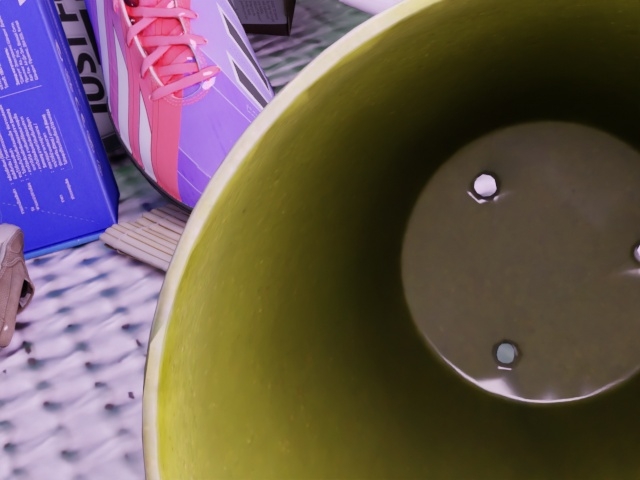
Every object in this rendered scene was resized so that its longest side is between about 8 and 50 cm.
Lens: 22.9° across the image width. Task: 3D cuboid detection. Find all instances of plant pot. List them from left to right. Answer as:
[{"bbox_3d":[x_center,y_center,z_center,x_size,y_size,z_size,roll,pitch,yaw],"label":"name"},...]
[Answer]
[{"bbox_3d":[0.096,0.035,0.583,0.275,0.275,0.293,-13,7,6],"label":"plant pot"}]

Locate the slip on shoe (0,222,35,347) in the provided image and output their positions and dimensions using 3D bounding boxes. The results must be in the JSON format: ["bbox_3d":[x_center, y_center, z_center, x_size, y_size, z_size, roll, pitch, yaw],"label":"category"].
[{"bbox_3d":[-0.202,0.029,1.001,0.041,0.051,0.135,24,15,-7],"label":"slip on shoe"}]

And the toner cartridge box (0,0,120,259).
[{"bbox_3d":[-0.262,-0.148,1.040,0.165,0.348,0.075,-15,23,1],"label":"toner cartridge box"}]

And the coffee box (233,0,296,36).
[{"bbox_3d":[-0.141,-0.268,1.387,0.246,0.098,0.141,6,63,6],"label":"coffee box"}]

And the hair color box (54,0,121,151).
[{"bbox_3d":[-0.262,-0.133,1.193,0.374,0.185,0.113,-24,19,-17],"label":"hair color box"}]

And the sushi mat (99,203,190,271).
[{"bbox_3d":[0.000,0.000,0.962,0.151,0.019,0.316,-30,28,-27],"label":"sushi mat"}]

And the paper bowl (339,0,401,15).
[{"bbox_3d":[0.029,-0.247,1.095,0.284,0.148,0.284,23,13,-6],"label":"paper bowl"}]

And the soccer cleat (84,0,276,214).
[{"bbox_3d":[-0.107,-0.157,1.037,0.108,0.116,0.318,-18,63,-6],"label":"soccer cleat"}]
